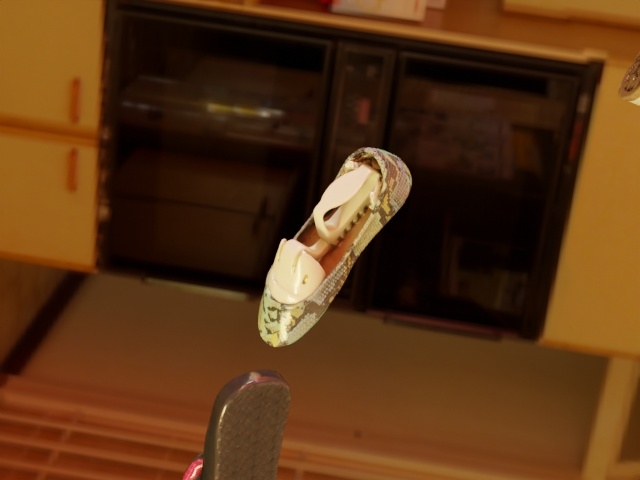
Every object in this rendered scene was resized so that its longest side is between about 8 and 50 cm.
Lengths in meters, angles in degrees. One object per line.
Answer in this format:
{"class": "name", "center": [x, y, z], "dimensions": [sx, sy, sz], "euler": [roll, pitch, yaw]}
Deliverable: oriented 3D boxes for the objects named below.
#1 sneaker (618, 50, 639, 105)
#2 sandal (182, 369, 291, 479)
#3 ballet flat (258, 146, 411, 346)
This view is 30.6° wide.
{"class": "sneaker", "center": [0.204, -0.096, 0.520], "dimensions": [0.192, 0.086, 0.064], "euler": [-52, 179, -36]}
{"class": "sandal", "center": [-0.059, 0.152, 0.749], "dimensions": [0.040, 0.067, 0.179], "euler": [41, -54, 45]}
{"class": "ballet flat", "center": [0.000, 0.000, 0.961], "dimensions": [0.188, 0.070, 0.070], "euler": [-55, 173, -5]}
